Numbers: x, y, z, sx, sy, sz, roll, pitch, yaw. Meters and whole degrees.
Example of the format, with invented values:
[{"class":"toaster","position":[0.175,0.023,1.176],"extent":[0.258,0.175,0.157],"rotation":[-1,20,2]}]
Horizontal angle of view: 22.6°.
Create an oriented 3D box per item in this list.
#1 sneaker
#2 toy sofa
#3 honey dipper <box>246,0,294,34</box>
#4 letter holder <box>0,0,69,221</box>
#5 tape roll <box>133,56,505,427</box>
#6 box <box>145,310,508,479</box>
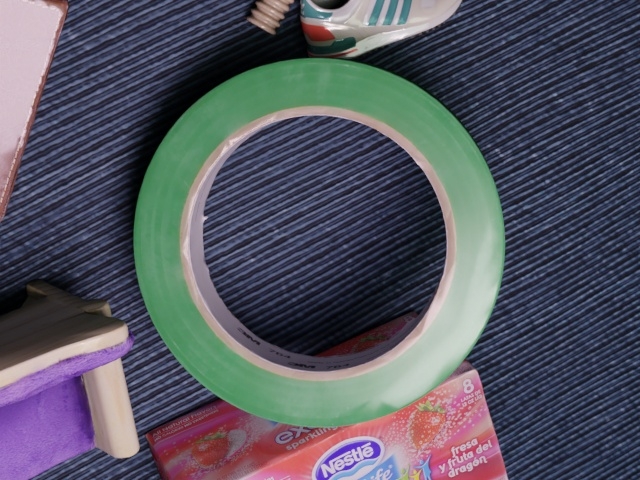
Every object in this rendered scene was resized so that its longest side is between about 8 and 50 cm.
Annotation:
[{"class":"sneaker","position":[0.055,-0.219,1.436],"extent":[0.161,0.057,0.075],"rotation":[-24,122,-9]},{"class":"toy sofa","position":[-0.321,0.172,1.308],"extent":[0.362,0.177,0.150],"rotation":[-23,115,-34]},{"class":"honey dipper","position":[-0.015,-0.258,1.410],"extent":[0.030,0.030,0.161],"rotation":[26,96,-28]},{"class":"letter holder","position":[-0.379,-0.140,1.239],"extent":[0.301,0.152,0.214],"rotation":[12,106,-26]},{"class":"tape roll","position":[0.000,0.000,1.405],"extent":[0.321,0.077,0.321],"rotation":[0,97,4]},{"class":"box","position":[0.006,0.208,1.527],"extent":[0.299,0.154,0.142],"rotation":[-23,116,-11]}]
